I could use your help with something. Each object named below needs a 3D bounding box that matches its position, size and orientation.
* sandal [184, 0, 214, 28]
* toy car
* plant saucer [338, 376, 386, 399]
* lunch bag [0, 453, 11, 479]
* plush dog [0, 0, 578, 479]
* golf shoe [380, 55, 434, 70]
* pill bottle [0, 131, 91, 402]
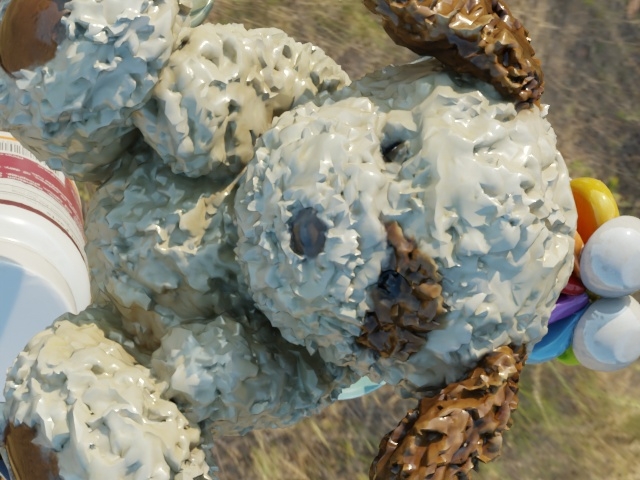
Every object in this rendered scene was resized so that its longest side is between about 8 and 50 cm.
[{"bbox_3d":[-0.209,-0.260,1.075,0.302,0.086,0.120,33,59,-27],"label":"sandal"},{"bbox_3d":[0.208,0.035,1.211,0.136,0.159,0.182,-13,119,-25],"label":"toy car"},{"bbox_3d":[0.009,0.047,1.738,0.317,0.043,0.318,5,82,-35],"label":"plant saucer"},{"bbox_3d":[-0.442,0.359,1.723,0.328,0.385,0.239,43,133,20],"label":"lunch bag"},{"bbox_3d":[0.000,0.000,0.573,0.225,0.210,0.263,0,90,31],"label":"plush dog"},{"bbox_3d":[0.097,-0.135,1.306,0.198,0.077,0.094,-44,77,13],"label":"golf shoe"},{"bbox_3d":[-0.383,0.033,1.568,0.224,0.392,0.224,-4,113,-10],"label":"pill bottle"}]
